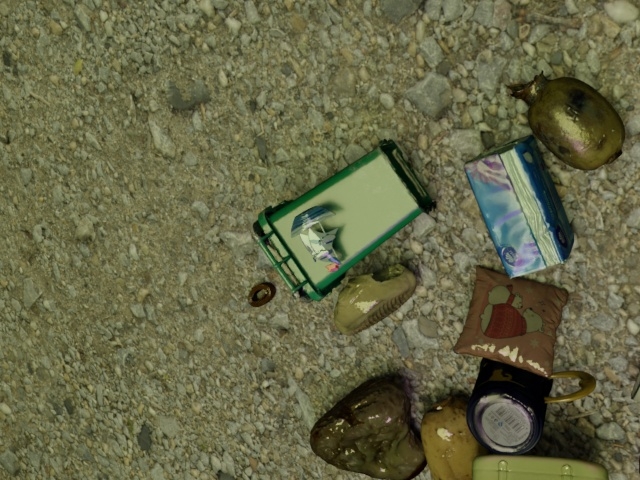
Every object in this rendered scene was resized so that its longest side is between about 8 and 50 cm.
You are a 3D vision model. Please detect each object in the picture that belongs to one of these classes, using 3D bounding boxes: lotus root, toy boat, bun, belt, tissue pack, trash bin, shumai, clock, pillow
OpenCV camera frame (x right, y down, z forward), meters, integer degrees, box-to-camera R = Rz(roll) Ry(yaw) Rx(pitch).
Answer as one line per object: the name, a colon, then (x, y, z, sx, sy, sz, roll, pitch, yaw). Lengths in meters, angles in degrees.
lotus root: (0.342, 0.526, 1.636, 0.160, 0.146, 0.284, -18, 98, 6)
toy boat: (-0.012, -0.003, 1.425, 0.105, 0.034, 0.150, -5, 107, 6)
lotus root: (0.512, -0.263, 1.360, 0.278, 0.154, 0.154, 44, 116, 7)
bun: (0.123, 0.137, 1.607, 0.237, 0.210, 0.116, -41, 70, 13)
belt: (-0.164, 0.149, 1.814, 0.083, 0.036, 0.059, -39, 81, 26)
tissue pack: (0.433, -0.079, 1.415, 0.146, 0.198, 0.264, -21, 95, 29)
trash bin: (0.053, -0.052, 1.541, 0.381, 0.295, 0.259, -36, 89, 20)
shumai: (0.140, 0.533, 1.681, 0.346, 0.217, 0.283, -36, 91, 36)
clock: (0.515, 0.583, 1.505, 0.285, 0.348, 0.117, -4, 60, 24)
pillow: (0.438, 0.182, 1.498, 0.223, 0.236, 0.084, 11, 152, 22)

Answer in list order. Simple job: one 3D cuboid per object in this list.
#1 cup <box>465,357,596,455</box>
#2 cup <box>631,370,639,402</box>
cup: (0.463, 0.335, 1.480, 0.178, 0.256, 0.255, 48, 115, 5)
cup: (0.822, 0.338, 1.378, 0.279, 0.196, 0.197, 21, 111, 24)
